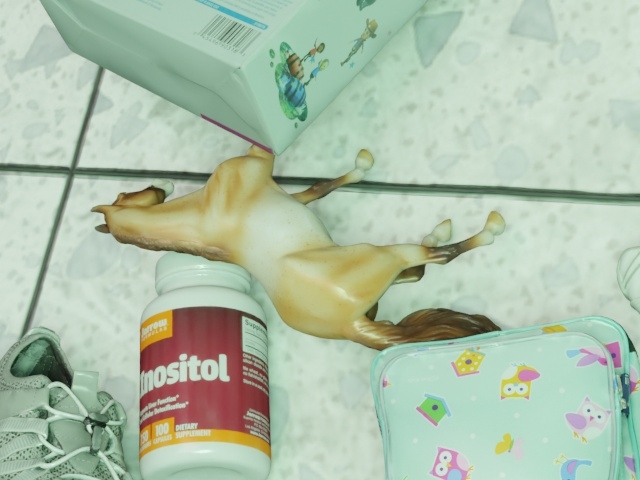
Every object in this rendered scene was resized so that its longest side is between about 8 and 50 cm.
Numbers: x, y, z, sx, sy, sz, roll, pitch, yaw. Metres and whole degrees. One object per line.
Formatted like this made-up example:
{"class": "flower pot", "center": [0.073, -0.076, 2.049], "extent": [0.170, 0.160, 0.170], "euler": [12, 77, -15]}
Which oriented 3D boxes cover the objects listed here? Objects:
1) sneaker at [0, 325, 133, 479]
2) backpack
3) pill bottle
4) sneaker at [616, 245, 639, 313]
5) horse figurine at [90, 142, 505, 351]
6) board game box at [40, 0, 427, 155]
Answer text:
{"class": "sneaker", "center": [-0.171, 0.138, 1.190], "extent": [0.281, 0.105, 0.115], "euler": [37, 103, 56]}
{"class": "backpack", "center": [0.112, 0.144, 1.058], "extent": [0.166, 0.144, 0.188], "euler": [-8, 76, 11]}
{"class": "pill bottle", "center": [-0.077, 0.085, 1.226], "extent": [0.086, 0.086, 0.152], "euler": [-15, 62, 23]}
{"class": "sneaker", "center": [0.256, -0.040, 1.096], "extent": [0.232, 0.090, 0.115], "euler": [-49, 51, 0]}
{"class": "horse figurine", "center": [0.000, 0.000, 1.191], "extent": [0.174, 0.066, 0.263], "euler": [-33, 56, -30]}
{"class": "board game box", "center": [-0.018, -0.224, 1.275], "extent": [0.224, 0.097, 0.303], "euler": [29, 68, 36]}
